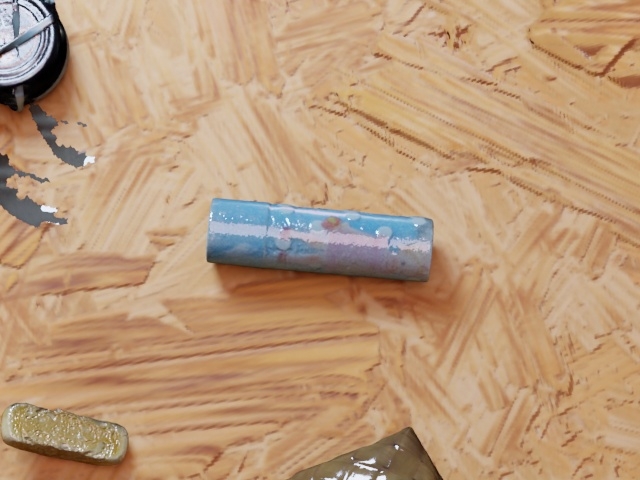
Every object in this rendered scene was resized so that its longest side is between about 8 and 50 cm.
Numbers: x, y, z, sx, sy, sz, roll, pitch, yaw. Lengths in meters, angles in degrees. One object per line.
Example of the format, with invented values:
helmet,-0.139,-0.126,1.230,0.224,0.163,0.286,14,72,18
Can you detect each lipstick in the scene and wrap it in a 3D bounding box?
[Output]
lipstick,0.000,0.000,1.355,0.158,0.048,0.048,5,77,1

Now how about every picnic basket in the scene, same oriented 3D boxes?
picnic basket,0.040,0.230,1.261,0.138,0.128,0.178,-22,69,-4

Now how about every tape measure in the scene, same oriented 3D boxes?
tape measure,-0.229,-0.139,1.382,0.094,0.054,0.091,-1,78,4

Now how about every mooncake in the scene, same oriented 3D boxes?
mooncake,-0.193,-0.176,1.337,0.150,0.057,0.347,17,55,-3

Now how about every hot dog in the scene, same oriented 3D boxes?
hot dog,-0.179,0.136,1.331,0.090,0.034,0.030,14,65,-16
